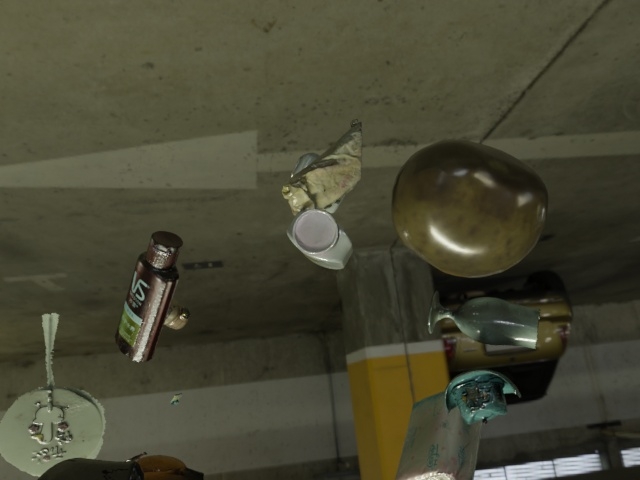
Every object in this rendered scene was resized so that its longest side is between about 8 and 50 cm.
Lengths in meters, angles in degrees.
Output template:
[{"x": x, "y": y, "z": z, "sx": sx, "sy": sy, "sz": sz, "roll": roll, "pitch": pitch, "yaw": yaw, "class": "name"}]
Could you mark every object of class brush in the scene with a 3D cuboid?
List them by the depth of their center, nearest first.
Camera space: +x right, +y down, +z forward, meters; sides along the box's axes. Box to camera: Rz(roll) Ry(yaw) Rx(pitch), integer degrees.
[{"x": -0.303, "y": 0.334, "z": 1.121, "sx": 0.016, "sy": 0.013, "sz": 0.084, "roll": -5, "pitch": 156, "yaw": -26, "class": "brush"}]

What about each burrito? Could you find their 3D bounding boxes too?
[{"x": 0.030, "y": -0.198, "z": 1.653, "sx": 0.107, "sy": 0.348, "sz": 0.175, "roll": 31, "pitch": 162, "yaw": 49, "class": "burrito"}]

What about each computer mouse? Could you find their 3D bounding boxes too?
[{"x": -0.354, "y": 0.366, "z": 0.744, "sx": 0.264, "sy": 0.088, "sz": 0.147, "roll": -16, "pitch": -154, "yaw": 36, "class": "computer mouse"}]

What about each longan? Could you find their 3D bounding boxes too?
[{"x": 0.376, "y": -0.084, "z": 1.378, "sx": 0.404, "sy": 0.336, "sz": 0.404, "roll": 13, "pitch": 148, "yaw": 8, "class": "longan"}]

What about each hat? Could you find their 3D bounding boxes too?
[{"x": 0.295, "y": 0.298, "z": 0.978, "sx": 0.138, "sy": 0.078, "sz": 0.191, "roll": -19, "pitch": 147, "yaw": 18, "class": "hat"}]

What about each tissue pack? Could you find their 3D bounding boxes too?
[{"x": 0.317, "y": 0.544, "z": 1.425, "sx": 0.124, "sy": 0.271, "sz": 0.201, "roll": 39, "pitch": 132, "yaw": -10, "class": "tissue pack"}]

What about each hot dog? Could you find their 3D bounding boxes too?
[{"x": -0.554, "y": 0.762, "z": 1.740, "sx": 0.326, "sy": 0.194, "sz": 0.107, "roll": 24, "pitch": -177, "yaw": -15, "class": "hot dog"}]

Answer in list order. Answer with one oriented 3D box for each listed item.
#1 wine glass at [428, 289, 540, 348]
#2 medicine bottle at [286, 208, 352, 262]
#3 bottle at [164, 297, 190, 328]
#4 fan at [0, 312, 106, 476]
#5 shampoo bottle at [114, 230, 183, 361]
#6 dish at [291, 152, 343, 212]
[{"x": 0.317, "y": 0.154, "z": 1.035, "sx": 0.202, "sy": 0.093, "sz": 0.093, "roll": 9, "pitch": 171, "yaw": 22, "class": "wine glass"}, {"x": 0.000, "y": 0.000, "z": 1.348, "sx": 0.161, "sy": 0.111, "sz": 0.296, "roll": 29, "pitch": 174, "yaw": 6, "class": "medicine bottle"}, {"x": -0.510, "y": 0.214, "z": 1.723, "sx": 0.110, "sy": 0.097, "sz": 0.209, "roll": -16, "pitch": 140, "yaw": 29, "class": "bottle"}, {"x": -0.623, "y": 0.366, "z": 1.233, "sx": 0.233, "sy": 0.415, "sz": 0.012, "roll": -3, "pitch": -166, "yaw": -23, "class": "fan"}, {"x": -0.409, "y": 0.132, "z": 1.281, "sx": 0.084, "sy": 0.129, "sz": 0.323, "roll": -7, "pitch": 129, "yaw": -50, "class": "shampoo bottle"}, {"x": 0.009, "y": -0.204, "z": 1.858, "sx": 0.234, "sy": 0.154, "sz": 0.064, "roll": 29, "pitch": 176, "yaw": -30, "class": "dish"}]
